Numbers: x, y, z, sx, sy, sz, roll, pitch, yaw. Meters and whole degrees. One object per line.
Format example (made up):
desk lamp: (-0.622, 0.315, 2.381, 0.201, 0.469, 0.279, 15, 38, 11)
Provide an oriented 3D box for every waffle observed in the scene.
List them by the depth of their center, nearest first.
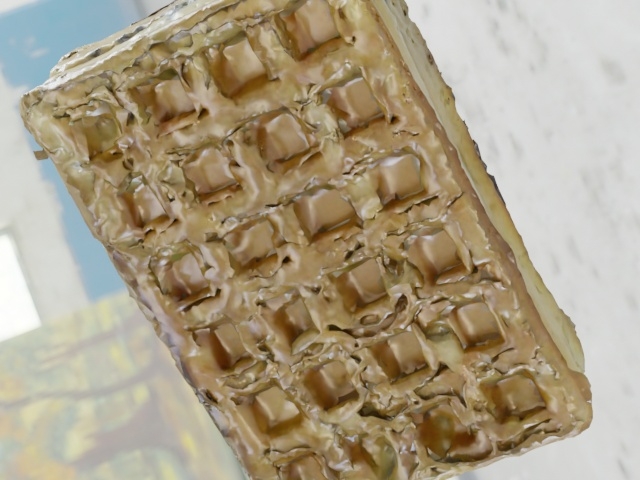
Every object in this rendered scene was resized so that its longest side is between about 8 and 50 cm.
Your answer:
waffle: (0.000, 0.000, 0.849, 0.308, 0.213, 0.091, 60, -157, -16)
